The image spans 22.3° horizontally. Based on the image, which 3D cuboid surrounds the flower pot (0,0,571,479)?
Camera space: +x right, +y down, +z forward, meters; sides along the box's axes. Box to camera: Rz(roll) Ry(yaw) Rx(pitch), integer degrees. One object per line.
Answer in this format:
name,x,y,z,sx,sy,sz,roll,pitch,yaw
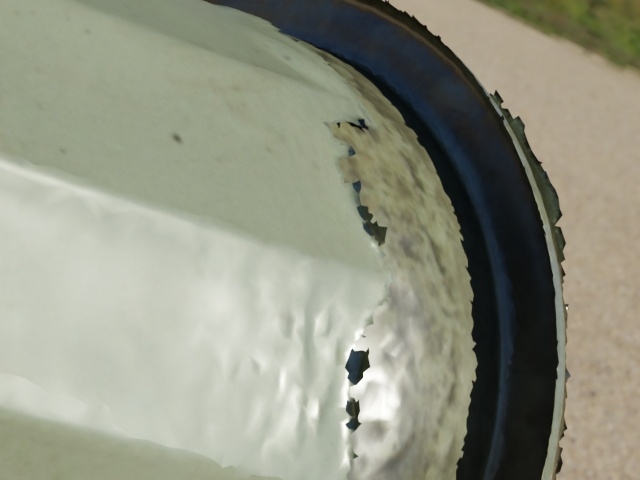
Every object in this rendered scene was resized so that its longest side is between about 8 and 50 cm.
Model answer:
flower pot,-0.107,0.025,0.429,0.290,0.290,0.259,35,8,35
